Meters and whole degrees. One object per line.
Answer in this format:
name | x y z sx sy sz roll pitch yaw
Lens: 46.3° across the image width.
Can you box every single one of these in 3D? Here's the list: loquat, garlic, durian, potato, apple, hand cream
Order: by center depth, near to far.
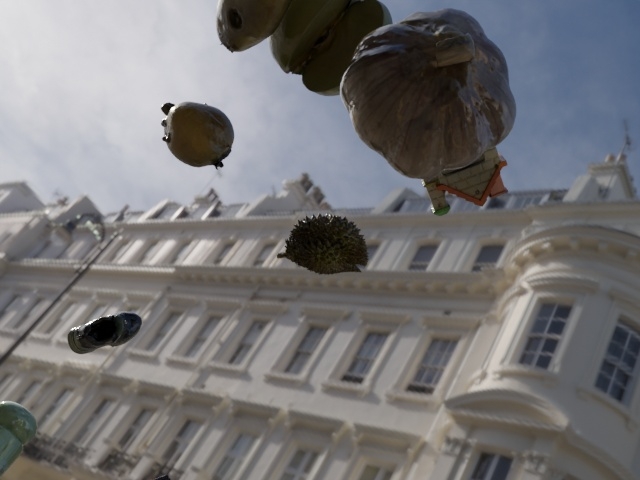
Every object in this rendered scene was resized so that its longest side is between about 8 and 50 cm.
hand cream | -0.611 0.416 1.280 0.147 0.306 0.093 -7 -52 38
garlic | 0.189 -0.264 1.334 0.322 0.322 0.241 12 -19 31
durian | 0.000 0.000 1.496 0.146 0.208 0.102 57 -35 33
potato | -0.125 -0.511 1.528 0.141 0.192 0.296 13 -40 -29
apple | 0.018 -0.478 1.717 0.292 0.292 0.254 39 -71 -5
loquat | -0.295 -0.256 1.764 0.204 0.172 0.149 35 -72 2

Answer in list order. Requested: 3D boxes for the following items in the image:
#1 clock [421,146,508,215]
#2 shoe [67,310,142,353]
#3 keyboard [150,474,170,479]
clock | 0.336 -0.207 1.804 0.219 0.106 0.255 -20 -73 9
shoe | -0.440 0.186 1.578 0.099 0.169 0.071 -27 -98 45
keyboard | -0.265 0.514 1.400 0.166 0.055 0.017 50 -63 22
